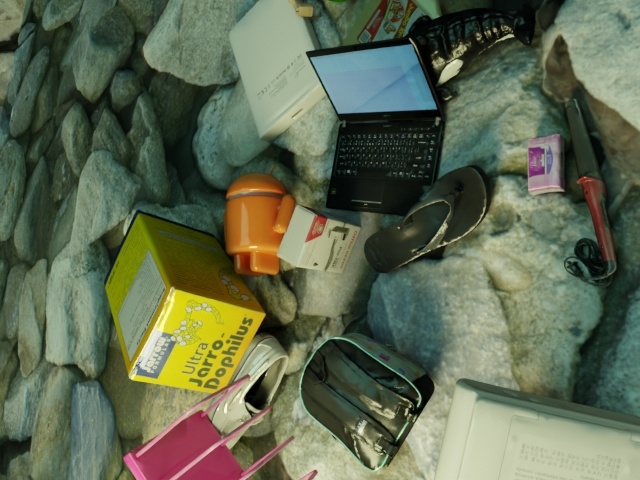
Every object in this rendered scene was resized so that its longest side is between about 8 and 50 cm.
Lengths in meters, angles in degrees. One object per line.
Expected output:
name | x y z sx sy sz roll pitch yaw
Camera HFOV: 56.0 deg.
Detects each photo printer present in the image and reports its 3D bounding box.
photo printer | 0.255 0.344 0.726 0.256 0.107 0.307 12 90 -1

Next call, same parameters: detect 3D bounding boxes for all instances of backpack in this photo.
backpack | 0.068 0.238 0.957 0.188 0.144 0.166 31 105 17

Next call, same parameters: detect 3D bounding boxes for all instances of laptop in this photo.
laptop | 0.079 -0.187 1.043 0.234 0.136 0.264 9 88 43

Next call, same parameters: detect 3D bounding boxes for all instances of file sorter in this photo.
file sorter | -0.137 0.406 1.022 0.182 0.202 0.290 -42 78 22

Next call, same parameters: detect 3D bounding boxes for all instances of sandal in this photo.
sandal | 0.169 -0.022 0.972 0.254 0.054 0.097 -42 76 32

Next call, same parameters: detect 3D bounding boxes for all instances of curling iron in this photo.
curling iron | 0.364 -0.070 0.836 0.068 0.035 0.274 -11 74 39

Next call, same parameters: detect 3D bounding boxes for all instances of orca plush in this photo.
orca plush | 0.192 -0.300 0.969 0.287 0.102 0.151 4 100 40

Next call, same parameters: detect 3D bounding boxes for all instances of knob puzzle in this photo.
knob puzzle | 0.149 -0.364 1.084 0.213 0.030 0.213 7 101 39

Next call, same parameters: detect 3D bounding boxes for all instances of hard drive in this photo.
hard drive | -0.093 -0.394 1.303 0.203 0.040 0.307 -34 60 32

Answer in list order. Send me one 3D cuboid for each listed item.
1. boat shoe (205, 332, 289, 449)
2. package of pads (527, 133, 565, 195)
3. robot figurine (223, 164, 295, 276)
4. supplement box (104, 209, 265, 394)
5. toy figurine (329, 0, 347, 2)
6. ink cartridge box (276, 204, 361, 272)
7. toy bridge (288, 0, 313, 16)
boat shoe | -0.140 0.314 1.175 0.088 0.096 0.267 35 96 45
package of pads | 0.329 -0.109 0.878 0.050 0.032 0.083 -5 78 39
robot figurine | -0.125 -0.040 1.204 0.158 0.128 0.219 138 131 -71
supplement box | -0.288 0.114 1.217 0.194 0.195 0.356 -62 34 12
toy figurine | 0.034 -0.579 1.194 0.173 0.130 0.159 -35 48 7
ink cartridge box | 0.000 0.000 1.079 0.056 0.135 0.099 28 101 38
toy bridge | -0.058 -0.551 1.276 0.026 0.063 0.188 106 158 -62
